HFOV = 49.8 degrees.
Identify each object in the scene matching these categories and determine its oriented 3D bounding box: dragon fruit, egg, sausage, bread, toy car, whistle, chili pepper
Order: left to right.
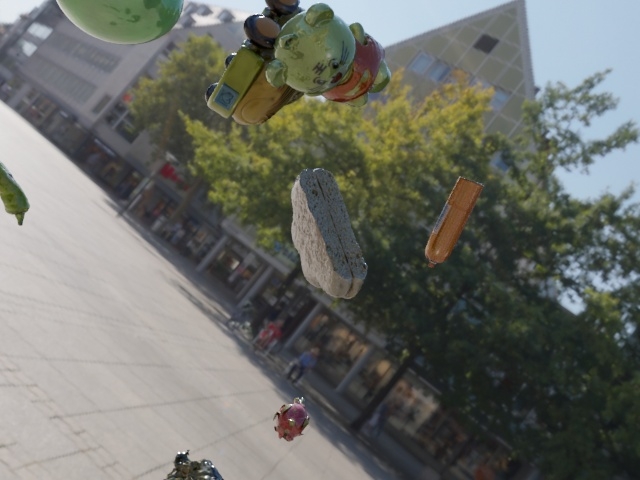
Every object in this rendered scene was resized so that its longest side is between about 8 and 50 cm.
[{"bbox_3d":[-0.523,-0.115,1.077,0.208,0.043,0.049,48,-30,-1],"label":"chili pepper"},{"bbox_3d":[-0.395,-0.499,1.351,0.269,0.220,0.220,20,-11,11],"label":"egg"},{"bbox_3d":[-0.079,-0.289,1.136,0.142,0.248,0.200,31,-34,-13],"label":"toy car"},{"bbox_3d":[-0.067,0.438,1.700,0.086,0.116,0.081,23,-54,21],"label":"dragon fruit"},{"bbox_3d":[0.005,-0.002,1.647,0.183,0.102,0.337,119,-41,-54],"label":"bread"},{"bbox_3d":[0.027,-0.260,1.013,0.106,0.131,0.288,50,24,24],"label":"whistle"},{"bbox_3d":[0.144,-0.019,0.763,0.031,0.107,0.031,23,12,-5],"label":"sausage"}]

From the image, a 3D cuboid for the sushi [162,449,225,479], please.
[{"bbox_3d":[-0.218,0.440,1.053,0.147,0.212,0.115,15,-47,38],"label":"sushi"}]
